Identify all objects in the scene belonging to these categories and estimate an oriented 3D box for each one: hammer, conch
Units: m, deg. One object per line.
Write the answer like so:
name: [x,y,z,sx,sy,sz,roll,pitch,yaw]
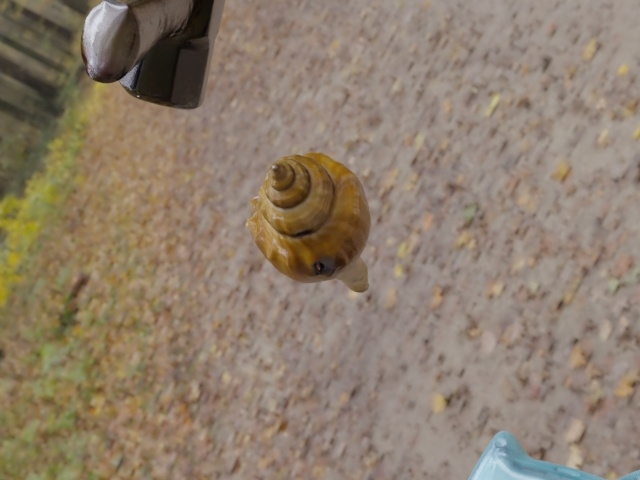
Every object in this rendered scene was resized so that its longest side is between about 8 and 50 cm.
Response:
hammer: [-0.160,-0.221,1.145,0.409,0.095,0.242,-72,-2,-73]
conch: [0.002,0.004,1.094,0.109,0.330,0.093,-22,61,4]

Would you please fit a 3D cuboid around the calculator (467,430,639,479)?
calculator: [0.243,0.425,1.384,0.054,0.256,0.386,41,-116,-65]
